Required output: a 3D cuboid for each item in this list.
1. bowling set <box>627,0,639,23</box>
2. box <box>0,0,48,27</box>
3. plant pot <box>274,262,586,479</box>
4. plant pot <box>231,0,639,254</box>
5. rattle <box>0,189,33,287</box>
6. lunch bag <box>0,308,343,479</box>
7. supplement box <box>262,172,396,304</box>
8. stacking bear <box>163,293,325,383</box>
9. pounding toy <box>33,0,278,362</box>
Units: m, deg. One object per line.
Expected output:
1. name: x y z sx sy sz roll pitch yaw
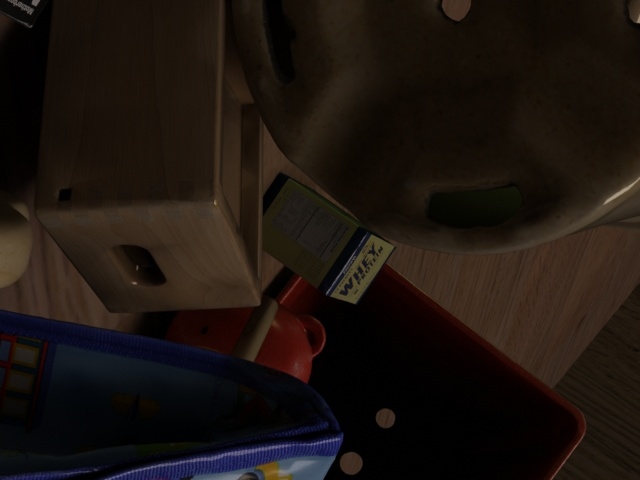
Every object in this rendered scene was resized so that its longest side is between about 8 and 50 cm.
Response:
1. bowling set: 0.300 -0.257 1.105 0.287 0.200 0.154 -34 151 -54
2. box: -0.117 -0.185 0.460 0.184 0.045 0.190 -54 162 6
3. plant pot: 0.032 0.193 1.144 0.267 0.267 0.236 -51 174 -11
4. plant pot: 0.123 -0.134 0.664 0.305 0.334 0.334 -24 144 -56
5. rattle: -0.162 -0.051 0.524 0.199 0.130 0.143 -21 109 -75
6. lunch bag: -0.138 0.136 0.575 0.293 0.138 0.221 4 130 -20
7. supplement box: 0.000 0.000 0.974 0.056 0.083 0.083 -56 161 4
8. stacking bear: -0.099 0.169 0.926 0.289 0.175 0.164 -65 165 5
9. pounding toy: -0.079 0.001 0.640 0.181 0.094 0.206 74 14 -66
